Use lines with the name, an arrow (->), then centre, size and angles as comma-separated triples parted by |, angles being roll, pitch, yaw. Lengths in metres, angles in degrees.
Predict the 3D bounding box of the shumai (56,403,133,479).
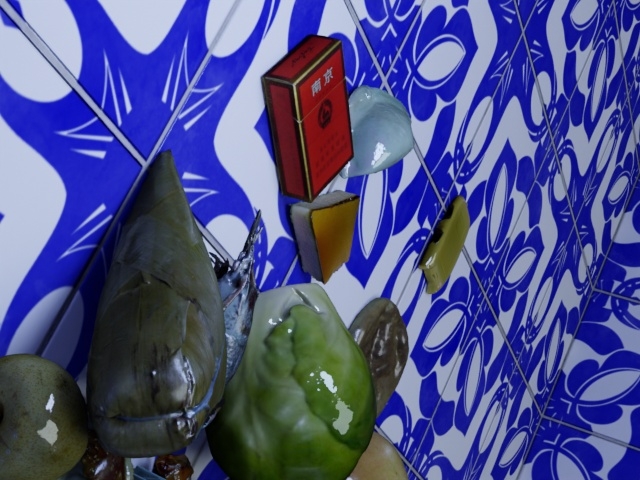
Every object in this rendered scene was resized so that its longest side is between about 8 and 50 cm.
shumai -> -0.305, 0.318, 1.545 | 0.184, 0.142, 0.184 | -33, 131, -47

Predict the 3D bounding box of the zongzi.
zongzi -> -0.214, 0.073, 1.434 | 0.356, 0.174, 0.393 | -117, -154, -87

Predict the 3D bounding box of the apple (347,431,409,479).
apple -> 0.003, 0.496, 2.035 | 0.277, 0.319, 0.319 | -10, 113, -60

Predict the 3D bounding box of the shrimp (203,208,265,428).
shrimp -> -0.182, 0.122, 1.667 | 0.172, 0.137, 0.372 | -4, 109, -57

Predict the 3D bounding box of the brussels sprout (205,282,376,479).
brussels sprout -> -0.049, 0.252, 1.825 | 0.289, 0.281, 0.355 | 42, 42, -78

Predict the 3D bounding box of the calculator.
calculator -> 0.299, 0.004, 2.598 | 0.236, 0.033, 0.157 | -61, 149, -25

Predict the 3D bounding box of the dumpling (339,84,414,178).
dumpling -> 0.090, -0.196, 2.053 | 0.216, 0.149, 0.105 | -40, 176, -38

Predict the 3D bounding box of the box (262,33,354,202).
box -> -0.015, -0.203, 1.863 | 0.153, 0.074, 0.240 | -45, 141, -36

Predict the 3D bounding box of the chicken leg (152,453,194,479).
chicken leg -> -0.209, 0.432, 1.809 | 0.304, 0.093, 0.113 | 76, 5, -54

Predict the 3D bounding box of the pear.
pear -> -0.365, 0.218, 1.353 | 0.136, 0.167, 0.167 | 9, 97, -72

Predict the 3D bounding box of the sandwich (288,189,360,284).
sandwich -> 0.000, 0.000, 2.017 | 0.193, 0.058, 0.162 | -18, 122, -60

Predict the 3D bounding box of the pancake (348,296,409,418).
pancake -> 0.110, 0.270, 2.381 | 0.294, 0.049, 0.294 | -37, 136, -47

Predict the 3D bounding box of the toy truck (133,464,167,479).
toy truck -> -0.193, 0.463, 1.615 | 0.133, 0.338, 0.184 | 21, 86, -62
